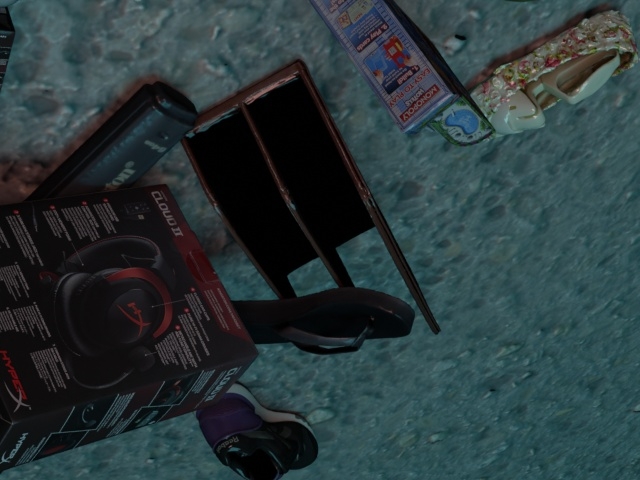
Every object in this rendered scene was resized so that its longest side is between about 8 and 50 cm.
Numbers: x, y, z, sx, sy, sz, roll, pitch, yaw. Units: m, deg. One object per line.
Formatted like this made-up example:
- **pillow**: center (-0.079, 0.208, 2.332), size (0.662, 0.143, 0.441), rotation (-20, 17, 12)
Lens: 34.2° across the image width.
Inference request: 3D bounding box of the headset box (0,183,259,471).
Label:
- **headset box**: center (-0.216, 0.071, 0.998), size (0.293, 0.218, 0.110), rotation (-12, 152, -42)

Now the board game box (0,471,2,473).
- **board game box**: center (-0.481, 0.294, 1.345), size (0.259, 0.030, 0.136), rotation (-45, 142, 22)

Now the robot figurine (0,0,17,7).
- **robot figurine**: center (-0.310, -0.244, 0.655), size (0.353, 0.199, 0.300), rotation (-10, 96, -26)

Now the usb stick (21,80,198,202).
- **usb stick**: center (-0.240, -0.054, 1.059), size (0.278, 0.045, 0.077), rotation (-40, 143, 17)

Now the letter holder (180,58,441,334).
- **letter holder**: center (0.000, 0.000, 1.125), size (0.152, 0.214, 0.302), rotation (-29, 143, 3)

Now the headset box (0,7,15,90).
- **headset box**: center (-0.288, -0.164, 0.886), size (0.032, 0.062, 0.083), rotation (2, 135, -33)

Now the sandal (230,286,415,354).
- **sandal**: center (-0.012, 0.099, 1.125), size (0.254, 0.055, 0.097), rotation (-8, 149, 30)

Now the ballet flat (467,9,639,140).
- **ballet flat**: center (0.254, -0.175, 1.182), size (0.241, 0.077, 0.091), rotation (-34, 143, 11)

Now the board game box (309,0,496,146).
- **board game box**: center (0.085, -0.161, 1.002), size (0.060, 0.194, 0.194), rotation (-38, 141, 15)

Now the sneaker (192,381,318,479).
- **sneaker**: center (-0.084, 0.315, 1.525), size (0.107, 0.124, 0.283), rotation (-36, 142, 13)
